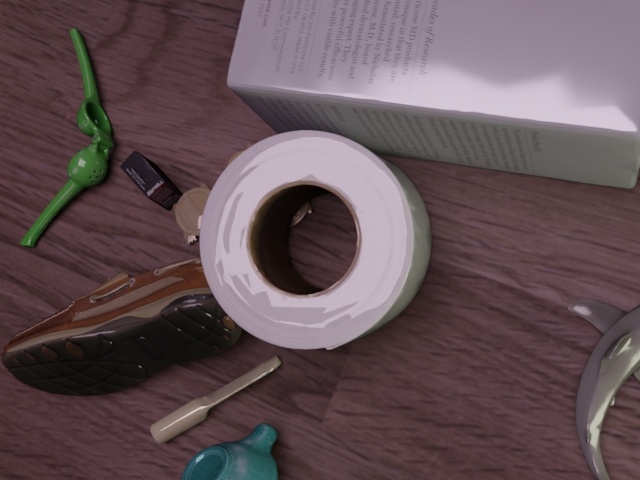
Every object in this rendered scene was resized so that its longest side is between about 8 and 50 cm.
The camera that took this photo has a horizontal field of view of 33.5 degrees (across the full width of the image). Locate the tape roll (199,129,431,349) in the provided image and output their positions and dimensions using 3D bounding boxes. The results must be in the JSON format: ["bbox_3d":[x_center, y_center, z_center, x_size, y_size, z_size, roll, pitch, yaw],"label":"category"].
[{"bbox_3d":[0.000,0.000,1.241,0.246,0.169,0.246,0,88,13],"label":"tape roll"}]

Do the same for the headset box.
[{"bbox_3d":[-0.220,-0.078,1.378,0.032,0.083,0.062,-44,73,3],"label":"headset box"}]

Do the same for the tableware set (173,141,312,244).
[{"bbox_3d":[-0.101,-0.040,1.373,0.168,0.020,0.141,-43,72,3],"label":"tableware set"}]

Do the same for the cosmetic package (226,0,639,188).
[{"bbox_3d":[0.149,-0.190,1.226,0.453,0.230,0.161,10,82,16],"label":"cosmetic package"}]

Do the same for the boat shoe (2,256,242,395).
[{"bbox_3d":[-0.243,0.104,1.345,0.324,0.122,0.120,-15,44,15],"label":"boat shoe"}]

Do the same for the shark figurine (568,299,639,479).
[{"bbox_3d":[0.326,0.162,1.176,0.166,0.116,0.278,21,84,19],"label":"shark figurine"}]

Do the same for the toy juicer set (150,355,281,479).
[{"bbox_3d":[-0.144,0.303,1.265,0.209,0.089,0.329,-19,37,24],"label":"toy juicer set"}]

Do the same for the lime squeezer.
[{"bbox_3d":[-0.325,-0.137,1.442,0.110,0.059,0.310,4,81,46],"label":"lime squeezer"}]
